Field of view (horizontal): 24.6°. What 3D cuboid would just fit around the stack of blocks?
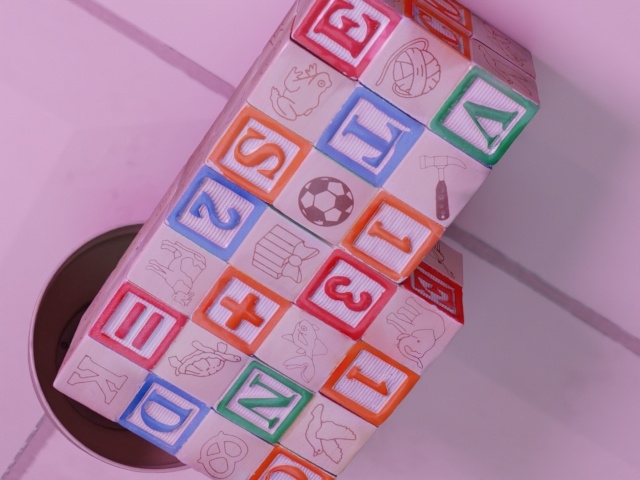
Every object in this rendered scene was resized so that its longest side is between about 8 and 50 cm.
[{"bbox_3d":[0.000,0.000,0.835,0.171,0.087,0.297,31,114,-11],"label":"stack of blocks"}]

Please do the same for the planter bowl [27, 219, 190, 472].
[{"bbox_3d":[-0.121,0.075,0.978,0.162,0.162,0.109,35,160,-11],"label":"planter bowl"}]
